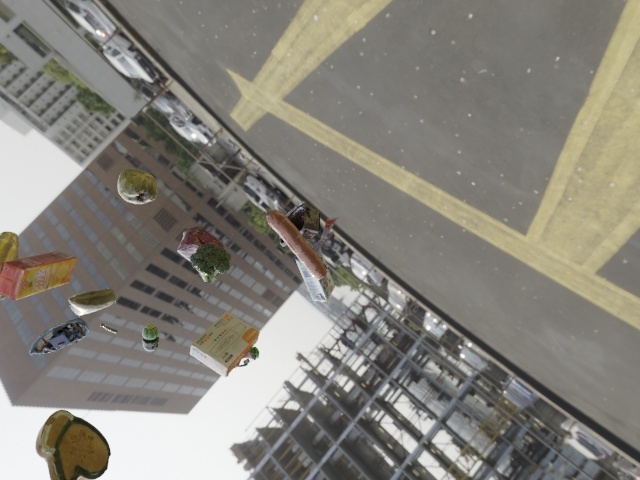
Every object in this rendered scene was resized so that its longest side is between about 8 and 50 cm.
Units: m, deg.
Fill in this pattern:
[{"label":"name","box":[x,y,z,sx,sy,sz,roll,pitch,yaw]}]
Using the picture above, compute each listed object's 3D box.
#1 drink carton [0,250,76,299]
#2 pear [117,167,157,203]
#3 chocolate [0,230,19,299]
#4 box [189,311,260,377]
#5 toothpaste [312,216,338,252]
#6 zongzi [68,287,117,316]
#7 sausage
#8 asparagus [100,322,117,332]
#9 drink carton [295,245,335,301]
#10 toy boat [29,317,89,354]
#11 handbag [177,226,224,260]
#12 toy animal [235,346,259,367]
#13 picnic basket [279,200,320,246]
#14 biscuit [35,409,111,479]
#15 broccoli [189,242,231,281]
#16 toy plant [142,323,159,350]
[{"label":"drink carton","box":[-0.855,0.100,1.232,0.071,0.096,0.223,21,-173,0]},{"label":"pear","box":[-0.825,-0.241,1.829,0.136,0.167,0.167,66,-175,27]},{"label":"chocolate","box":[-1.416,0.088,1.800,0.162,0.162,0.445,46,-178,-36]},{"label":"box","box":[-0.457,0.494,1.963,0.221,0.274,0.091,28,127,12]},{"label":"toothpaste","box":[0.000,0.000,2.053,0.048,0.301,0.075,34,154,-9]},{"label":"zongzi","box":[-1.067,0.272,1.899,0.099,0.195,0.197,61,150,12]},{"label":"sausage","box":[-0.106,0.018,1.895,0.419,0.094,0.094,52,-159,-21]},{"label":"asparagus","box":[-0.911,0.378,1.748,0.015,0.018,0.127,33,161,17]},{"label":"drink carton","box":[-0.026,0.190,2.311,0.107,0.130,0.314,1,126,32]},{"label":"toy boat","box":[-1.043,0.393,1.622,0.097,0.223,0.100,41,155,60]},{"label":"handbag","box":[-0.585,0.039,2.007,0.225,0.147,0.135,47,-147,-41]},{"label":"toy animal","box":[-0.403,0.607,2.029,0.100,0.208,0.103,25,127,36]},{"label":"picnic basket","box":[-0.116,-0.085,2.390,0.129,0.222,0.297,17,149,-31]},{"label":"biscuit","box":[-1.014,0.873,1.672,0.343,0.057,0.287,55,-171,-24]},{"label":"broccoli","box":[-0.398,0.078,1.471,0.146,0.137,0.162,3,-167,-7]},{"label":"toy plant","box":[-0.999,0.566,2.391,0.093,0.162,0.093,7,-159,-3]}]
